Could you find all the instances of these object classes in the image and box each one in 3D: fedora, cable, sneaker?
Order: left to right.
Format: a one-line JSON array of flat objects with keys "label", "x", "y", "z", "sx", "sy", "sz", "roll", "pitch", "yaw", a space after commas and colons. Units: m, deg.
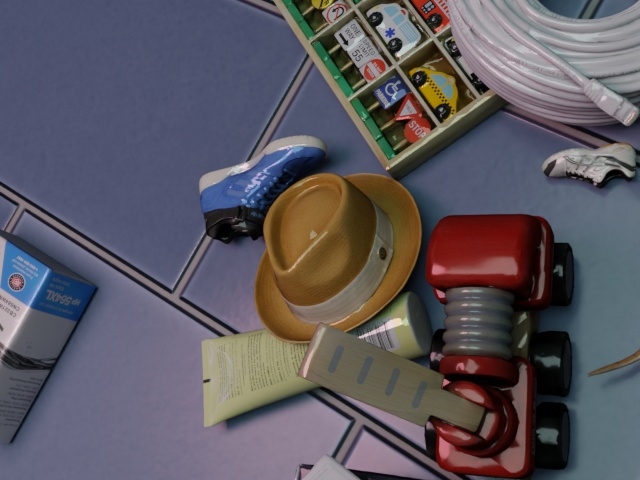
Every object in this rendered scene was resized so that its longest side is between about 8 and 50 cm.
[{"label": "sneaker", "x": -0.056, "y": -0.045, "z": 0.958, "sx": 0.152, "sy": 0.058, "sz": 0.085, "roll": -19, "pitch": 63, "yaw": 22}, {"label": "fedora", "x": 0.000, "y": 0.000, "z": 0.882, "sx": 0.194, "sy": 0.079, "sz": 0.194, "roll": -20, "pitch": 46, "yaw": 23}, {"label": "sneaker", "x": 0.243, "y": -0.064, "z": 0.852, "sx": 0.083, "sy": 0.032, "sz": 0.037, "roll": -9, "pitch": 72, "yaw": 21}, {"label": "cable", "x": 0.244, "y": -0.230, "z": 0.849, "sx": 0.257, "sy": 0.089, "sz": 0.257, "roll": 32, "pitch": 77, "yaw": 21}]

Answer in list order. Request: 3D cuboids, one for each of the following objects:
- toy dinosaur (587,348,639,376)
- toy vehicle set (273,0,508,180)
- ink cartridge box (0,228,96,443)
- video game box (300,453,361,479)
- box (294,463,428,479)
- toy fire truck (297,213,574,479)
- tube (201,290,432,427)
[{"label": "toy dinosaur", "x": 0.312, "y": 0.031, "z": 0.791, "sx": 0.112, "sy": 0.064, "sz": 0.212, "roll": 3, "pitch": 66, "yaw": 42}, {"label": "toy vehicle set", "x": 0.074, "y": -0.212, "z": 0.963, "sx": 0.166, "sy": 0.035, "sz": 0.267, "roll": -36, "pitch": 65, "yaw": 10}, {"label": "ink cartridge box", "x": -0.367, "y": 0.099, "z": 1.035, "sx": 0.148, "sy": 0.086, "sz": 0.203, "roll": 27, "pitch": 86, "yaw": 27}, {"label": "video game box", "x": 0.017, "y": 0.270, "z": 0.623, "sx": 0.205, "sy": 0.048, "sz": 0.187, "roll": 33, "pitch": 52, "yaw": 28}, {"label": "box", "x": 0.092, "y": 0.250, "z": 0.760, "sx": 0.207, "sy": 0.153, "sz": 0.108, "roll": 3, "pitch": 76, "yaw": 23}, {"label": "toy fire truck", "x": 0.105, "y": 0.074, "z": 0.751, "sx": 0.158, "sy": 0.246, "sz": 0.217, "roll": 0, "pitch": 76, "yaw": 23}, {"label": "tube", "x": -0.013, "y": 0.108, "z": 0.903, "sx": 0.240, "sy": 0.070, "sz": 0.062, "roll": -19, "pitch": 108, "yaw": 21}]
